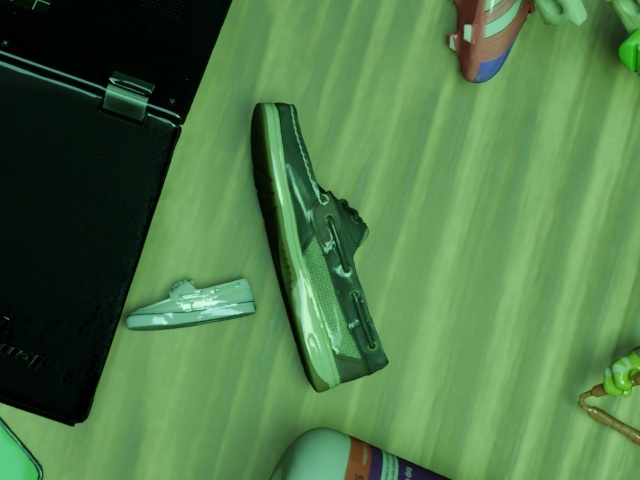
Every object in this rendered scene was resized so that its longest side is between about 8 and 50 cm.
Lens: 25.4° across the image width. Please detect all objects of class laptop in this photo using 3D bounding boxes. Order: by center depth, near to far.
[{"bbox_3d":[-0.283,-0.138,1.076,0.382,0.236,0.408,20,59,-4],"label":"laptop"}]

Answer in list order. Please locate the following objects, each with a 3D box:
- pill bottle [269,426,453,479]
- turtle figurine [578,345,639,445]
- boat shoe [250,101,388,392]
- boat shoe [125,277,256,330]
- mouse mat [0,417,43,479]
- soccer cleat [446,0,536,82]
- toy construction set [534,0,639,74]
[{"bbox_3d":[0.100,0.272,1.022,0.323,0.181,0.181,23,88,-3],"label":"pill bottle"},{"bbox_3d":[0.339,0.072,1.052,0.270,0.217,0.087,3,56,-4],"label":"turtle figurine"},{"bbox_3d":[0.000,0.001,1.072,0.073,0.080,0.223,-13,96,-10],"label":"boat shoe"},{"bbox_3d":[-0.100,0.047,1.084,0.100,0.035,0.035,-9,80,-6],"label":"boat shoe"},{"bbox_3d":[-0.324,0.158,1.080,0.153,0.007,0.189,-39,93,-4],"label":"mouse mat"},{"bbox_3d":[0.159,-0.239,1.083,0.095,0.083,0.248,10,86,-9],"label":"soccer cleat"},{"bbox_3d":[0.281,-0.235,1.026,0.328,0.151,0.215,-33,136,-13],"label":"toy construction set"}]
